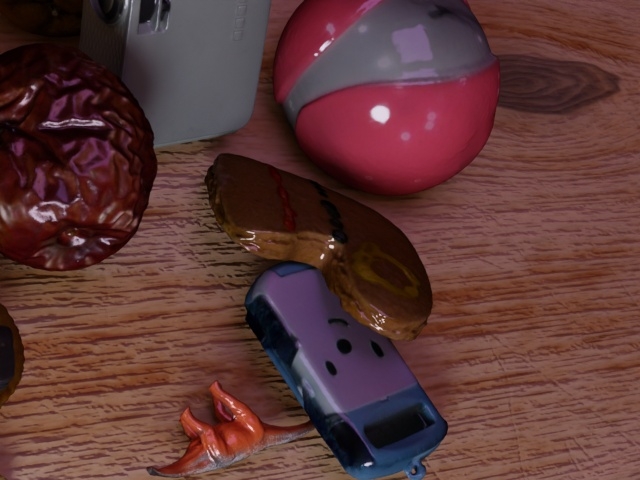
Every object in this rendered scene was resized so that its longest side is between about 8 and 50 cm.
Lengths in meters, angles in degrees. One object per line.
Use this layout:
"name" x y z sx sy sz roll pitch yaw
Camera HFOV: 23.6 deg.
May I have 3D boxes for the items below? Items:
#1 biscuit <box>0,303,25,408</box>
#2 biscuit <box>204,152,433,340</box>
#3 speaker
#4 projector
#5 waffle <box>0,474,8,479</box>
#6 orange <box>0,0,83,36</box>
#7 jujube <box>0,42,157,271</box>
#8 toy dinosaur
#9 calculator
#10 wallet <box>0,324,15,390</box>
"biscuit" -0.395 0.103 1.462 0.221 0.066 0.220 22 36 -17
"biscuit" 0.001 -0.002 1.744 0.277 0.052 0.262 23 23 -15
"speaker" 0.090 -0.197 1.930 0.294 0.294 0.294 16 50 -21
"projector" -0.171 -0.237 1.751 0.198 0.250 0.108 -15 39 -37
"waffle" -0.390 0.225 1.426 0.191 0.032 0.125 32 50 -3
"orange" -0.298 -0.341 1.775 0.249 0.249 0.183 2 72 -30
"jujube" -0.274 -0.090 1.602 0.213 0.213 0.232 -2 58 -33
"toy dinosaur" -0.089 0.195 1.614 0.280 0.055 0.101 -29 84 -43
"calculator" 0.028 0.145 1.704 0.173 0.051 0.293 -14 65 -51
"wallet" -0.362 0.099 1.420 0.157 0.018 0.082 12 39 -24
